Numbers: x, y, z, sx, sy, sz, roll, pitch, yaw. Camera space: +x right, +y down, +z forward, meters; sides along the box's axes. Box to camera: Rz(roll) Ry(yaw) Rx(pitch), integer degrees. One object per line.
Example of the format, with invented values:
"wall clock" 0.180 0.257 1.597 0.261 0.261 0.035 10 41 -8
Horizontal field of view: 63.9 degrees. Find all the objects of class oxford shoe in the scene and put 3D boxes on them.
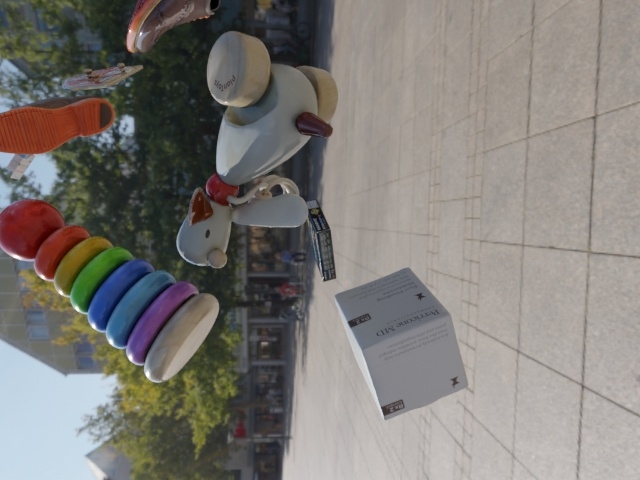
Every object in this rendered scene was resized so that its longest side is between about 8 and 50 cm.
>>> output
"oxford shoe" -0.780 -0.333 1.448 0.133 0.364 0.130 28 126 33
"oxford shoe" -0.205 -0.339 0.741 0.271 0.098 0.096 -19 55 51

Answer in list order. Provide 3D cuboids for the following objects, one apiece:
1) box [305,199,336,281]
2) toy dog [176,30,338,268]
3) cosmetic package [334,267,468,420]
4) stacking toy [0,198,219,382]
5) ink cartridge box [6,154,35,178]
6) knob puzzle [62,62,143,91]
"box" 0.000 0.000 1.714 0.175 0.051 0.220 -111 10 -49
"toy dog" -0.076 -0.084 0.658 0.161 0.220 0.333 50 143 36
"cosmetic package" 0.131 0.167 0.869 0.183 0.151 0.151 -122 11 -66
"stacking toy" -0.315 0.056 0.728 0.141 0.330 0.141 -57 -5 -8
"ink cartridge box" -0.869 -0.220 1.482 0.083 0.028 0.048 -55 -1 1
"knob puzzle" -0.599 -0.439 1.360 0.213 0.213 0.030 -98 -2 -58
